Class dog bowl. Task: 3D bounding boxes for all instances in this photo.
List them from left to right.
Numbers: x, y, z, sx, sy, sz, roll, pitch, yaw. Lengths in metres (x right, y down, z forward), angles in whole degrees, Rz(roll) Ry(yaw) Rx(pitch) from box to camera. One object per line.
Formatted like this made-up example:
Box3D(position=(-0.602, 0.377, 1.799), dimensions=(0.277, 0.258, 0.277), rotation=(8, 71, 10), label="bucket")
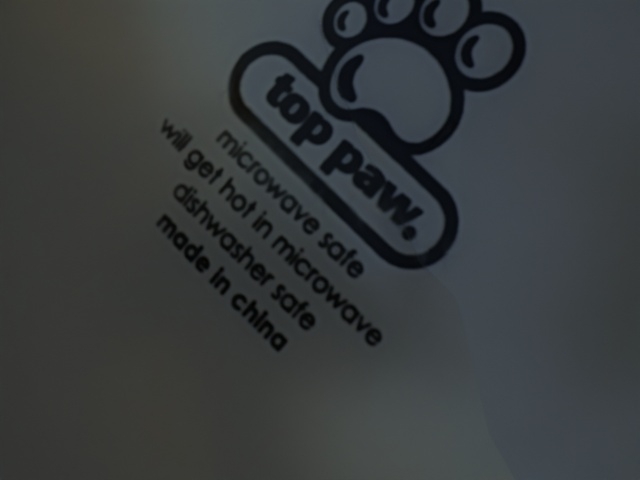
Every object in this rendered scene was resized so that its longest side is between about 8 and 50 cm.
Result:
Box3D(position=(0.000, 0.000, 0.389), dimensions=(0.408, 0.408, 0.150), rotation=(59, 14, 19), label="dog bowl")
